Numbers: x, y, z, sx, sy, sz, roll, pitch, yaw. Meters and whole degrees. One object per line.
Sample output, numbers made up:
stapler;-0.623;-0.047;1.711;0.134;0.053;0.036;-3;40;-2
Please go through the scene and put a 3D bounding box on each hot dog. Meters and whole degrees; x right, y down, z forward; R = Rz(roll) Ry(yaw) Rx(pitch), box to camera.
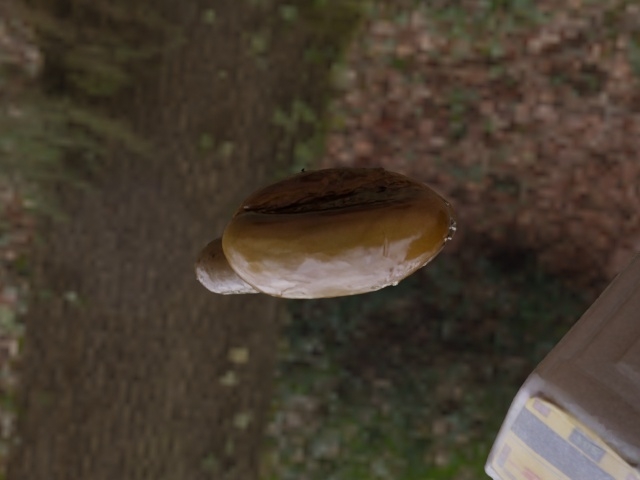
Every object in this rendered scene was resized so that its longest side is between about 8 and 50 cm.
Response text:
hot dog;0.000;0.001;0.977;0.140;0.060;0.090;-5;-158;7

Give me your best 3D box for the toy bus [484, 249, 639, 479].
toy bus;0.216;0.012;0.984;0.097;0.342;0.138;36;151;17
